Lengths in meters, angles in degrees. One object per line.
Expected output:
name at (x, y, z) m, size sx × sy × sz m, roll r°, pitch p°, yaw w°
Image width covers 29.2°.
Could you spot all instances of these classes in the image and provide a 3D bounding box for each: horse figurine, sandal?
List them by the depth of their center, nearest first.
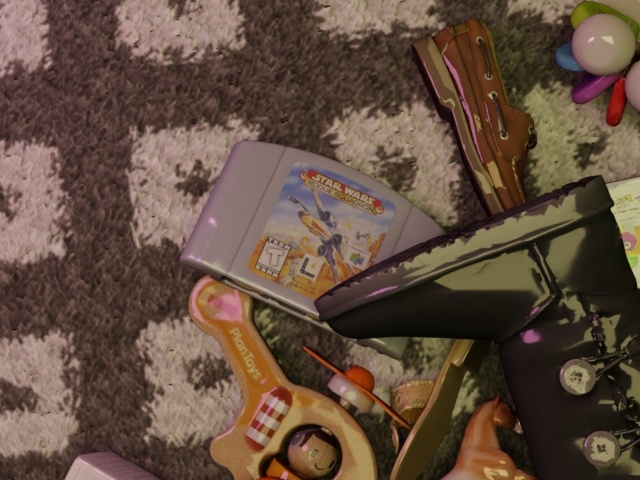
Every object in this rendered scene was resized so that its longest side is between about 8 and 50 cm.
horse figurine at (0.186, 0.333, 1.511) m, size 0.263 × 0.066 × 0.174 m, roll -42°, pitch 76°, yaw -6°
sandal at (0.127, 0.196, 1.552) m, size 0.079 × 0.088 × 0.240 m, roll 27°, pitch 82°, yaw 31°

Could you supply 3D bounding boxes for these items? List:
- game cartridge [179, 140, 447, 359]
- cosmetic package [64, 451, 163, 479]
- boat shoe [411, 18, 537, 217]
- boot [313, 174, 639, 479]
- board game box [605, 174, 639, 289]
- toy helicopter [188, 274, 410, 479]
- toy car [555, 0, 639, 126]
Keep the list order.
game cartridge at (0.000, 0.000, 1.521) m, size 0.297 × 0.062 × 0.198 m, roll 24°, pitch 76°, yaw -2°
cosmetic package at (-0.197, 0.347, 1.490) m, size 0.231 × 0.117 × 0.085 m, roll 25°, pitch 91°, yaw 15°
boat shoe at (0.219, -0.128, 1.519) m, size 0.104 × 0.111 × 0.307 m, roll -24°, pitch 91°, yaw 1°
boot at (0.236, 0.198, 1.396) m, size 0.367 × 0.146 × 0.445 m, roll -22°, pitch 93°, yaw 15°
board game box at (0.372, 0.065, 1.505) m, size 0.144 × 0.142 × 0.275 m, roll -11°, pitch 90°, yaw 2°
toy helicopter at (-0.043, 0.188, 1.515) m, size 0.235 × 0.140 × 0.355 m, roll -31°, pitch 78°, yaw 6°
toy car at (0.370, -0.213, 1.518) m, size 0.182 × 0.159 × 0.136 m, roll 37°, pitch 127°, yaw -1°
